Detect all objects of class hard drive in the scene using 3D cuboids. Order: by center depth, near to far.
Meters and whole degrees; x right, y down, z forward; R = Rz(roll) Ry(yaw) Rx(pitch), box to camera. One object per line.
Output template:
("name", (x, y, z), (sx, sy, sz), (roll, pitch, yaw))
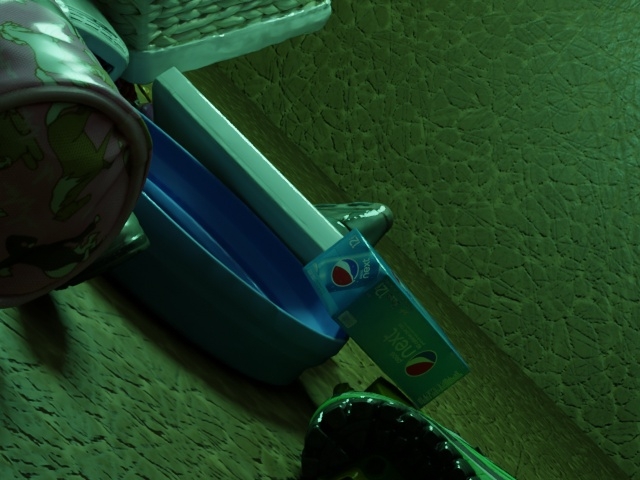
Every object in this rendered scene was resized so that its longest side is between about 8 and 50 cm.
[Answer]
("hard drive", (-0.076, -0.031, 1.589), (0.307, 0.040, 0.203), (46, -23, 20))

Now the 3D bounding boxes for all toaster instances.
("toaster", (-0.297, -0.219, 1.459), (0.146, 0.129, 0.227), (48, 5, 23))

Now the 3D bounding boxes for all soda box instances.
("soda box", (0.066, 0.079, 1.372), (0.210, 0.067, 0.071), (49, 6, -49))

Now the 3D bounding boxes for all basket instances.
("basket", (-0.199, -0.383, 1.681), (0.328, 0.266, 0.331), (29, 38, 33))

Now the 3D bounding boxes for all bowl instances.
("bowl", (-0.139, -0.015, 1.334), (0.391, 0.077, 0.391), (43, 6, -6))

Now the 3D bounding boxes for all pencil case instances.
("pencil case", (-0.267, -0.129, 0.910), (0.167, 0.160, 0.386), (7, 33, -47))

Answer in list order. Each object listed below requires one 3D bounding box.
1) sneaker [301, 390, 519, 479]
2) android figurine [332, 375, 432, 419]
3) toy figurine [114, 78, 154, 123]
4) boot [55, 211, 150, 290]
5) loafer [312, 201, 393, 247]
("sneaker", (0.135, 0.232, 1.152), (0.343, 0.134, 0.146), (42, 6, -5))
("android figurine", (0.118, 0.232, 1.389), (0.273, 0.056, 0.248), (41, 7, -24))
("toy figurine", (-0.236, -0.188, 1.799), (0.159, 0.130, 0.173), (52, 27, -11))
("boot", (-0.203, -0.066, 1.015), (0.161, 0.083, 0.246), (69, -12, -22))
("loafer", (0.000, 0.000, 1.651), (0.096, 0.084, 0.267), (61, -22, -12))
